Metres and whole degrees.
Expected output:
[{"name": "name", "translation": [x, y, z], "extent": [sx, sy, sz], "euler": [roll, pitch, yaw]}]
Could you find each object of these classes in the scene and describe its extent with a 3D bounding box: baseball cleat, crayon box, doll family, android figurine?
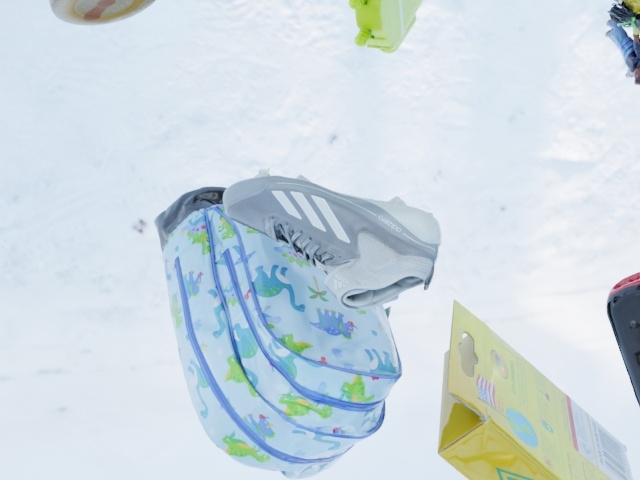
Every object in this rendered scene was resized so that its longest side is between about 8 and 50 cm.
[{"name": "baseball cleat", "translation": [0.000, 0.000, 0.638], "extent": [0.072, 0.206, 0.109], "euler": [75, 27, -55]}, {"name": "crayon box", "translation": [0.250, 0.238, 0.887], "extent": [0.318, 0.202, 0.081], "euler": [41, 117, -8]}, {"name": "doll family", "translation": [0.406, -0.282, 0.924], "extent": [0.076, 0.111, 0.193], "euler": [-28, 145, 14]}, {"name": "android figurine", "translation": [0.110, -0.409, 1.124], "extent": [0.273, 0.056, 0.248], "euler": [-61, 153, -32]}]

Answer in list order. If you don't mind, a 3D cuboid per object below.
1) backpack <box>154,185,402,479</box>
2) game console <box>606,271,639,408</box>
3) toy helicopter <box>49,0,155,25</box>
[{"name": "backpack", "translation": [-0.048, 0.112, 0.909], "extent": [0.290, 0.355, 0.273], "euler": [25, 137, -34]}, {"name": "game console", "translation": [0.392, 0.177, 0.452], "extent": [0.060, 0.342, 0.386], "euler": [-18, 89, -37]}, {"name": "toy helicopter", "translation": [-0.039, -0.233, 0.511], "extent": [0.355, 0.235, 0.140], "euler": [-18, 89, 8]}]
